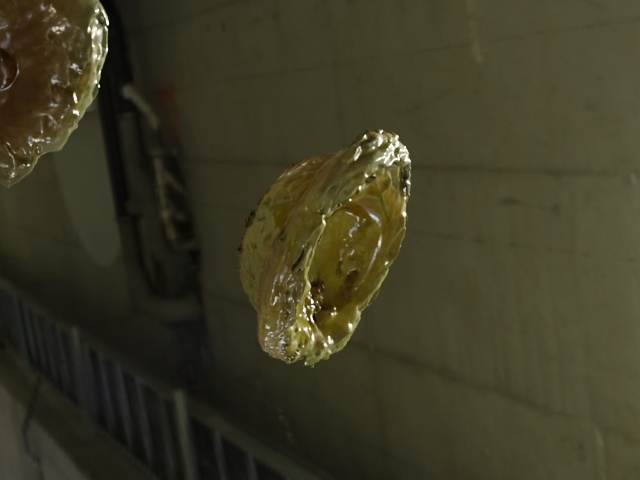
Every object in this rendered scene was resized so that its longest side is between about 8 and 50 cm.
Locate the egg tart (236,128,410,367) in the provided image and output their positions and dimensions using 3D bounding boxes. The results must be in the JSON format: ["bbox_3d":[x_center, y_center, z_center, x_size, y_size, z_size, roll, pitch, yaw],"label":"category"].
[{"bbox_3d":[0.000,0.000,1.390,0.118,0.288,0.288,31,-46,24],"label":"egg tart"}]

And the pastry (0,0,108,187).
[{"bbox_3d":[-0.372,-0.205,1.283,0.136,0.330,0.329,-121,-153,-66],"label":"pastry"}]
